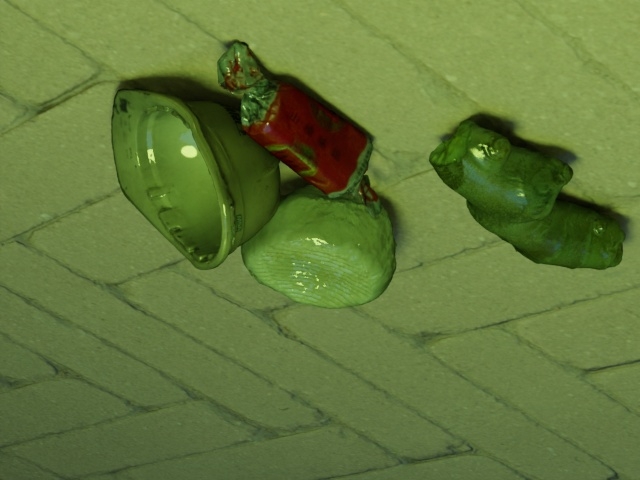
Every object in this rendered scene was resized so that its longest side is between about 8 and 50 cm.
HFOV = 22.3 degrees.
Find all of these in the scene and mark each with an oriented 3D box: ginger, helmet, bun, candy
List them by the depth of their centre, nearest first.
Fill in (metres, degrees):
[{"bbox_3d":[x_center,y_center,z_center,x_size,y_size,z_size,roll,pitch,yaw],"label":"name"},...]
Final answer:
[{"bbox_3d":[-0.015,-0.119,1.853,0.059,0.086,0.292,-6,146,47],"label":"candy"},{"bbox_3d":[0.243,-0.043,1.869,0.137,0.089,0.290,-24,133,24],"label":"ginger"},{"bbox_3d":[-0.125,-0.089,1.908,0.257,0.137,0.204,41,140,39],"label":"helmet"},{"bbox_3d":[0.000,0.000,2.028,0.195,0.118,0.195,6,150,3],"label":"bun"}]
